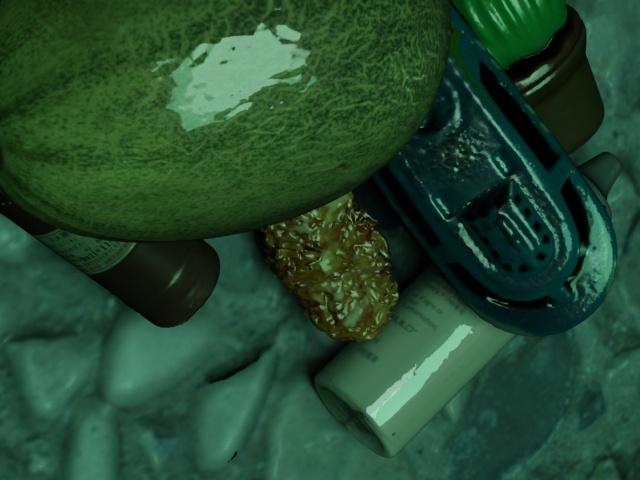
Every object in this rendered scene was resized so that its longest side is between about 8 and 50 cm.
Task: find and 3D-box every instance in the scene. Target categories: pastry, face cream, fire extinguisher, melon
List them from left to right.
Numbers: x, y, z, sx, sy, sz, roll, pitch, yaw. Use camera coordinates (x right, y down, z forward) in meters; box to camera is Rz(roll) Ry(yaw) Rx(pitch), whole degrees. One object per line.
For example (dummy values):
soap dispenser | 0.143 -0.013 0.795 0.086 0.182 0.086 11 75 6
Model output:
fire extinguisher | -0.178 -0.016 1.283 0.099 0.071 0.231 -40 128 17
melon | -0.069 -0.121 1.170 0.329 0.248 0.248 -26 119 -26
pastry | -0.002 0.001 1.411 0.087 0.063 0.169 -31 117 -18
face cream | 0.132 0.037 1.491 0.311 0.092 0.092 -44 125 -13

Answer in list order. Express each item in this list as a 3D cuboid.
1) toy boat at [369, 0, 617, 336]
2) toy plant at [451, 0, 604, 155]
toy boat | 0.106 -0.048 1.365 0.134 0.092 0.299 -36 101 12
toy plant | 0.135 -0.151 1.428 0.143 0.105 0.200 -39 108 -8
